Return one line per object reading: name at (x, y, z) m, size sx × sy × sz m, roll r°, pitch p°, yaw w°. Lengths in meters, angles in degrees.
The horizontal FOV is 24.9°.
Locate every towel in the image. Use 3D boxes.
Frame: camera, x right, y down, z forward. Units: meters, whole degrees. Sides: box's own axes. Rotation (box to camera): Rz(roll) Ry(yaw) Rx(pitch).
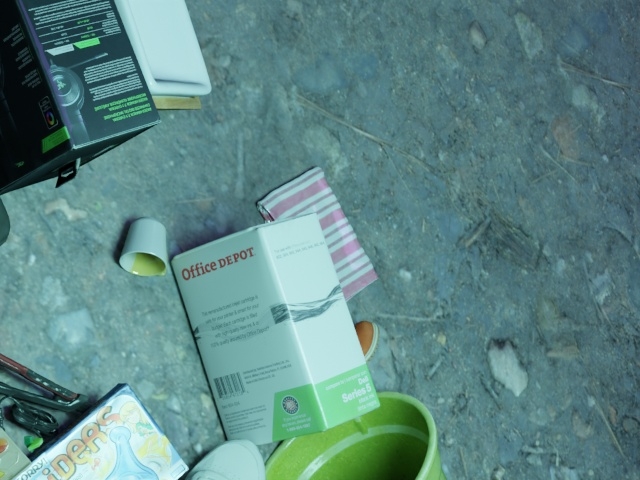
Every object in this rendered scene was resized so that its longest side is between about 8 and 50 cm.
towel at (0.000, 0.000, 2.122) m, size 0.144 × 0.029 × 0.197 m, roll -35°, pitch 100°, yaw -44°

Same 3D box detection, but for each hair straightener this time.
hair straightener at (-0.363, 0.193, 1.727) m, size 0.230 × 0.047 × 0.089 m, roll 34°, pitch 77°, yaw -37°

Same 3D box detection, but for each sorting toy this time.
sorting toy at (-0.364, 0.245, 1.675) m, size 0.083 × 0.012 × 0.062 m, roll -40°, pitch 78°, yaw -21°

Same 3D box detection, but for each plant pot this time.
plant pot at (0.085, 0.388, 1.939) m, size 0.254 × 0.276 × 0.276 m, roll 57°, pitch 46°, yaw -29°

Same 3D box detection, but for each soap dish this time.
soap dish at (-0.263, -0.298, 1.870) m, size 0.291 × 0.118 × 0.229 m, roll 70°, pitch 18°, yaw 1°

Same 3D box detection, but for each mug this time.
mug at (-0.229, 0.008, 1.899) m, size 0.062 × 0.078 × 0.064 m, roll 7°, pitch 58°, yaw -7°

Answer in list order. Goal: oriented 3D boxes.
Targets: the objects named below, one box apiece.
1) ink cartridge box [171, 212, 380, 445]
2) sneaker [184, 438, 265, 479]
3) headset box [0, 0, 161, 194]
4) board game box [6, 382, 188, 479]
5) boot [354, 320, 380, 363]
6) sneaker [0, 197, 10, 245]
ink cartridge box at (-0.063, 0.120, 1.906) m, size 0.115 × 0.198 × 0.273 m, roll -16°, pitch 88°, yaw -44°
sneaker at (-0.143, 0.359, 1.779) m, size 0.114 × 0.152 × 0.305 m, roll 29°, pitch 52°, yaw 3°
headset box at (-0.341, -0.204, 1.723) m, size 0.131 × 0.246 × 0.283 m, roll -23°, pitch 93°, yaw -39°
board game box at (-0.273, 0.285, 1.738) m, size 0.201 × 0.035 × 0.136 m, roll -41°, pitch 104°, yaw -27°
boot at (0.026, 0.156, 2.076) m, size 0.084 × 0.059 × 0.158 m, roll 49°, pitch 50°, yaw -13°
sneaker at (-0.449, -0.110, 1.677) m, size 0.286 × 0.130 × 0.109 m, roll 55°, pitch 46°, yaw -16°
